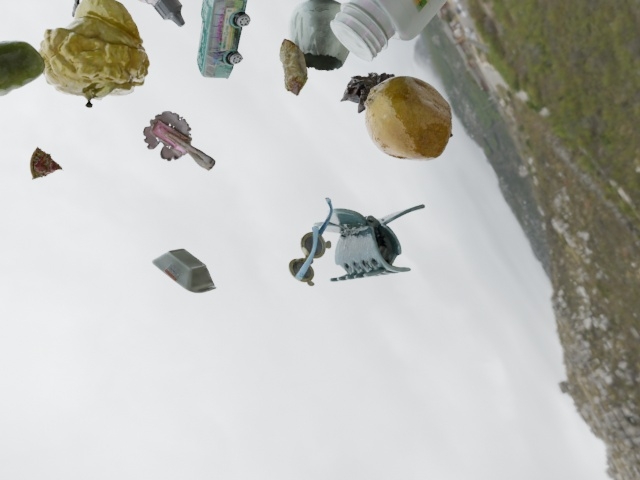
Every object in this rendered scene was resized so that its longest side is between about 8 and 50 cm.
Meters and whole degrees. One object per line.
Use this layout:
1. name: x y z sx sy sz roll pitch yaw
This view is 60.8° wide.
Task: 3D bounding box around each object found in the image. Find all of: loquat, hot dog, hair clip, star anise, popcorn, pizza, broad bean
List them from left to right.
1. broad bean: -0.802 -0.440 1.391 0.124 0.174 0.082 52 161 -12
2. pizza: -0.903 -0.256 1.768 0.029 0.100 0.099 15 126 62
3. popcorn: -0.740 -0.633 1.785 0.349 0.350 0.381 -53 -35 -69
4. hair clip: -0.495 -0.341 1.964 0.301 0.173 0.069 36 -174 8
5. hot dog: -0.072 -0.487 1.551 0.061 0.078 0.168 -4 -94 -71
6. hair clip: 0.159 0.017 1.978 0.393 0.318 0.238 -5 -96 -30
7. star anise: 0.191 -0.491 1.765 0.223 0.236 0.108 38 138 43
8. loquat: 0.201 -0.269 1.237 0.234 0.176 0.187 18 -114 -28

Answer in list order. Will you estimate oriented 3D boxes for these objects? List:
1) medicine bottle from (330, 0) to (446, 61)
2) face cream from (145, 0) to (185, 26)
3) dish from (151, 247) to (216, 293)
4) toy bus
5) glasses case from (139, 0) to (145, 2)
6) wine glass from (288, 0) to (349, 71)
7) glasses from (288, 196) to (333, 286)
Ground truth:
1. medicine bottle: 0.163 -0.503 1.046 0.179 0.324 0.124 38 180 -41
2. face cream: -0.490 -0.742 1.541 0.311 0.092 0.092 51 -159 -16
3. dish: -0.469 0.103 1.951 0.234 0.064 0.154 35 -161 17
4. toy bus: -0.250 -0.532 1.384 0.109 0.261 0.091 -10 -120 -25
5. glasses case: -0.560 -0.933 1.784 0.113 0.075 0.296 0 -79 -74
6. wine glass: 0.007 -0.736 1.784 0.238 0.238 0.322 10 -95 -65
7. glasses: -0.029 -0.010 1.491 0.220 0.088 0.189 94 -164 -46
